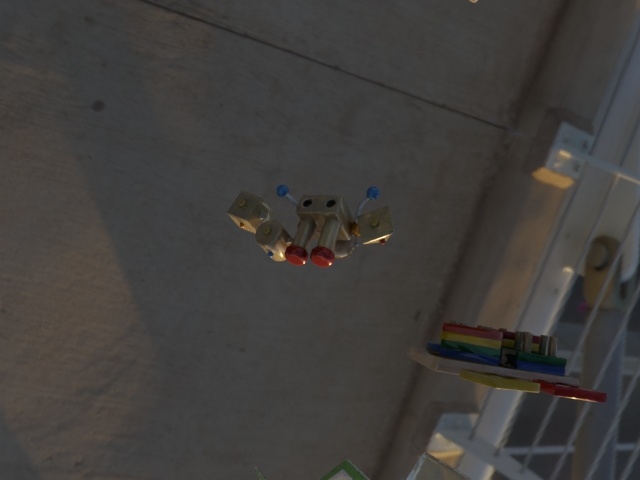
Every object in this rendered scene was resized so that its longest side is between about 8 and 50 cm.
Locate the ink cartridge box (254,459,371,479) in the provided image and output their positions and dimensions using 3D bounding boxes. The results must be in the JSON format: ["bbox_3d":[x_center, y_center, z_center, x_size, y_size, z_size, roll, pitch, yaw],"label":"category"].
[{"bbox_3d":[0.038,0.234,0.576,0.062,0.209,0.109,-32,117,-19],"label":"ink cartridge box"}]

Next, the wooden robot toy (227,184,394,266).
[{"bbox_3d":[0.000,0.000,0.735,0.079,0.173,0.076,53,47,-50],"label":"wooden robot toy"}]

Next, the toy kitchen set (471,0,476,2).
[{"bbox_3d":[0.252,-0.459,1.099,0.207,0.122,0.166,-45,175,-32],"label":"toy kitchen set"}]

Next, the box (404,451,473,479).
[{"bbox_3d":[0.185,0.421,1.130,0.148,0.121,0.311,-54,151,-15],"label":"box"}]

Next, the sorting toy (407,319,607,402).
[{"bbox_3d":[0.162,0.105,0.756,0.132,0.274,0.046,9,87,-4],"label":"sorting toy"}]
